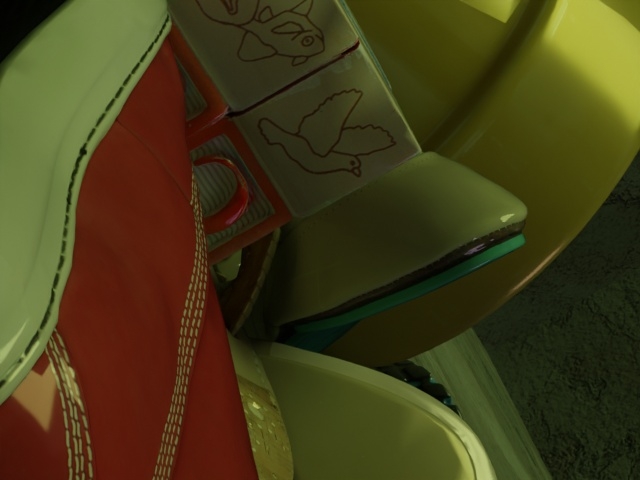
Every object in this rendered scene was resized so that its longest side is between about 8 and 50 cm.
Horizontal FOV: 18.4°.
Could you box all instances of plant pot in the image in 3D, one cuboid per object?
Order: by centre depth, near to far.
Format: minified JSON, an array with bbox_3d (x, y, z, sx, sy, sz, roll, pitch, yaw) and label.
[{"bbox_3d":[0.002,-0.105,0.971,0.239,0.254,0.254,41,12,-23],"label":"plant pot"}]

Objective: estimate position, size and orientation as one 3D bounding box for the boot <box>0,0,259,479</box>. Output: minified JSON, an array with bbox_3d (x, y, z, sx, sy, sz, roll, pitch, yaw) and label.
[{"bbox_3d":[-0.046,0.039,0.447,0.176,0.088,0.244,59,13,-23],"label":"boot"}]

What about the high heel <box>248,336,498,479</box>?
[{"bbox_3d":[0.027,0.149,0.813,0.261,0.093,0.186,41,-27,0],"label":"high heel"}]

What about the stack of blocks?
[{"bbox_3d":[-0.053,-0.107,0.693,0.087,0.171,0.297,58,6,-30],"label":"stack of blocks"}]

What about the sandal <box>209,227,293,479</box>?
[{"bbox_3d":[-0.037,-0.006,0.713,0.088,0.079,0.240,38,19,-38],"label":"sandal"}]

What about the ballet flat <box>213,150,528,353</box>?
[{"bbox_3d":[0.000,0.000,0.781,0.086,0.086,0.248,61,-24,2],"label":"ballet flat"}]

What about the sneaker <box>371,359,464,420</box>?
[{"bbox_3d":[0.058,0.153,1.007,0.083,0.071,0.191,68,3,-76],"label":"sneaker"}]
